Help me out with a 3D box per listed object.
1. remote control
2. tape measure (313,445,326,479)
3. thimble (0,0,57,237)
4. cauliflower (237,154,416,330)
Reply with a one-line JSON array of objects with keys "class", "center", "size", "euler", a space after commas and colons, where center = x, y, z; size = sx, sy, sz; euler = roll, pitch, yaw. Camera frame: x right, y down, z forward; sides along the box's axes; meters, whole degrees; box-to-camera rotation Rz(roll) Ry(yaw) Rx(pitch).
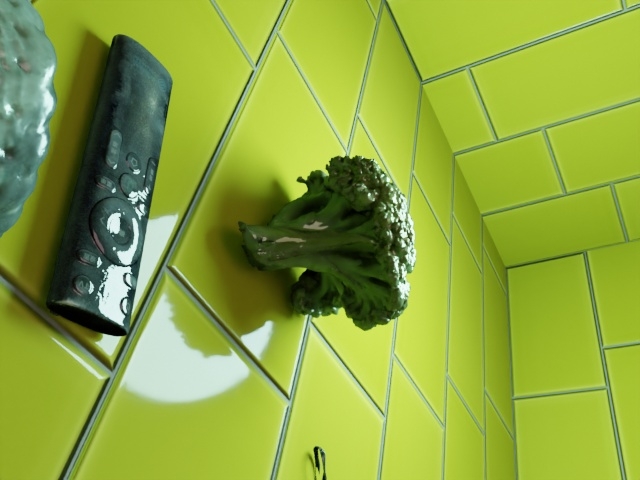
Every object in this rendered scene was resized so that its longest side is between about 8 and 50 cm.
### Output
[{"class": "remote control", "center": [-0.239, -0.078, 0.761], "size": [0.107, 0.044, 0.377], "euler": [38, 44, -46]}, {"class": "tape measure", "center": [-0.023, 0.400, 0.954], "size": [0.107, 0.104, 0.179], "euler": [24, 18, -31]}, {"class": "thimble", "center": [-0.311, -0.115, 0.453], "size": [0.172, 0.205, 0.249], "euler": [11, 84, -56]}, {"class": "cauliflower", "center": [0.015, 0.010, 1.063], "size": [0.326, 0.281, 0.260], "euler": [-114, -169, -45]}]
